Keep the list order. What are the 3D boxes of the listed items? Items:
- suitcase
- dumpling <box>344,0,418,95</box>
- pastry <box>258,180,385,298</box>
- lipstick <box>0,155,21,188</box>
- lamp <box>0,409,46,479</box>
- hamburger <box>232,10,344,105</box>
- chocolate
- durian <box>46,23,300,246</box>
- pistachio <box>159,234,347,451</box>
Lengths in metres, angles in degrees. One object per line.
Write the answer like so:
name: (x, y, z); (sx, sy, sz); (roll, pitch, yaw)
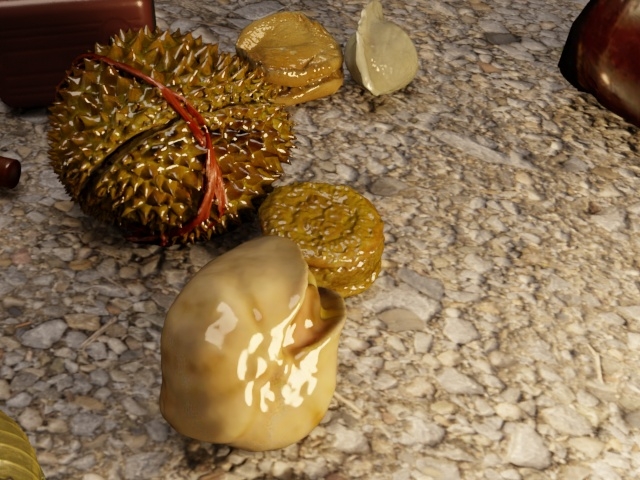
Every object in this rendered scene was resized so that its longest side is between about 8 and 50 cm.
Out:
suitcase: (-0.439, -0.365, 1.816); (0.297, 0.236, 0.161); (-6, 40, -10)
dumpling: (0.105, -0.353, 1.877); (0.126, 0.166, 0.216); (2, 33, 44)
pastry: (0.000, 0.000, 1.485); (0.188, 0.103, 0.189); (4, 42, -3)
lipstick: (-0.620, -0.134, 1.653); (0.299, 0.081, 0.081); (11, 41, 13)
lamp: (-0.400, 0.290, 1.027); (0.250, 0.250, 0.284); (-14, 55, -17)
hamburger: (-0.059, -0.336, 1.890); (0.214, 0.108, 0.214); (0, 39, 0)
chocolate: (0.653, -0.304, 1.724); (0.383, 0.383, 0.331); (-23, 61, -26)
durian: (-0.230, -0.152, 1.522); (0.347, 0.347, 0.384); (27, 14, 28)
pistachio: (-0.084, 0.123, 1.254); (0.238, 0.229, 0.321); (-23, 23, 23)
